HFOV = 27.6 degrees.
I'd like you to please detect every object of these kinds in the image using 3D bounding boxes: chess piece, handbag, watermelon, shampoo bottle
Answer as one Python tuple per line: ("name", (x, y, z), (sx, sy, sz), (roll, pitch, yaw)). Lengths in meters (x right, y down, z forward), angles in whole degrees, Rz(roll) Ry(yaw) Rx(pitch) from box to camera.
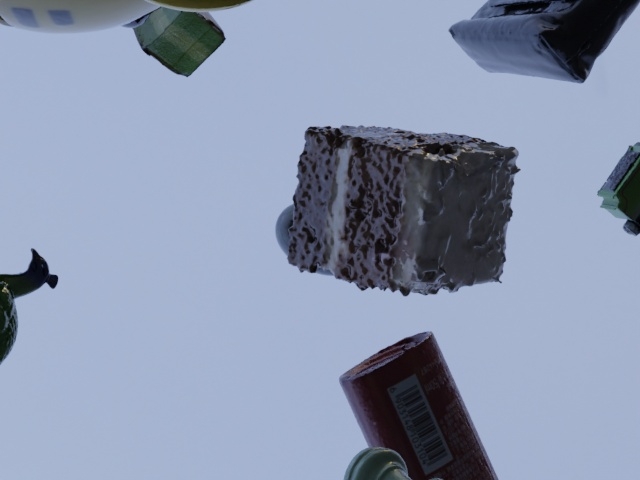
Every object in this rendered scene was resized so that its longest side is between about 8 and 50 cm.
("chess piece", (0.056, 0.144, 0.719), (0.042, 0.093, 0.042), (-8, -77, -39))
("handbag", (0.256, -0.250, 1.272), (0.223, 0.247, 0.080), (-46, -71, -5))
("watermelon", (0.000, 0.000, 1.492), (0.111, 0.078, 0.078), (29, -121, -4))
("shampoo bottle", (0.126, 0.249, 1.291), (0.118, 0.076, 0.314), (-29, -84, -42))

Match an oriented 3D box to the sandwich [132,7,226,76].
("sandwich", (-0.168, -0.253, 1.443), (0.074, 0.074, 0.116), (28, -153, -49))

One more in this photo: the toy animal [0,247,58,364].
("toy animal", (-0.252, 0.076, 0.858), (0.075, 0.041, 0.217), (38, -134, -11))

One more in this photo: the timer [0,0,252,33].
("timer", (-0.188, -0.334, 1.137), (0.387, 0.376, 0.376), (16, -117, 3))

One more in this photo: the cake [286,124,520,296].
("cake", (0.070, -0.024, 1.064), (0.135, 0.147, 0.134), (-7, -69, -46))

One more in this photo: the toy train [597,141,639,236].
("toy train", (0.399, -0.099, 1.488), (0.081, 0.060, 0.202), (37, -94, -14))
